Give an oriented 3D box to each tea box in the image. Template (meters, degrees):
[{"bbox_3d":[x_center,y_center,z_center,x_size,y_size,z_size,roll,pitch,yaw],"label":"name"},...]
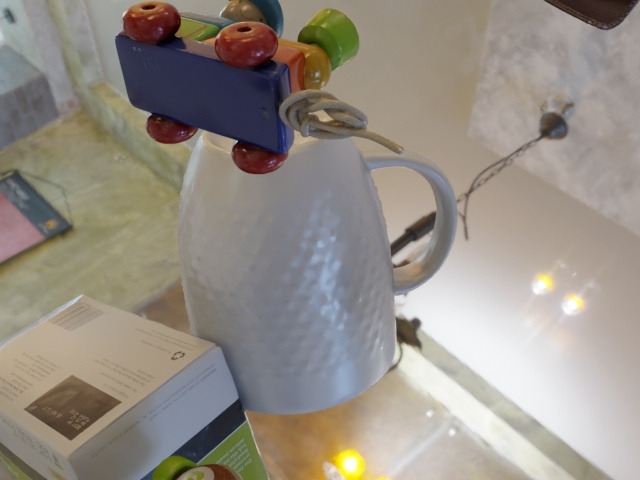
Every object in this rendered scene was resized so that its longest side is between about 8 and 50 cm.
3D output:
[{"bbox_3d":[-0.263,0.285,0.982,0.329,0.220,0.323,12,-54,43],"label":"tea box"}]

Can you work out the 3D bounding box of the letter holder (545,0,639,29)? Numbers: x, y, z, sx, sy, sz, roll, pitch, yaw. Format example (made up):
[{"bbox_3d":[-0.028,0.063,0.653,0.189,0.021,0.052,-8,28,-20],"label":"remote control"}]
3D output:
[{"bbox_3d":[0.233,-0.375,0.734,0.302,0.152,0.214,39,-70,8],"label":"letter holder"}]

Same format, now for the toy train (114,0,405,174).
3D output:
[{"bbox_3d":[-0.016,-0.124,0.544,0.248,0.143,0.105,20,-45,27],"label":"toy train"}]

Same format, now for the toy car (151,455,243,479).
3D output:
[{"bbox_3d":[-0.157,0.286,0.679,0.155,0.188,0.149,8,-94,43],"label":"toy car"}]

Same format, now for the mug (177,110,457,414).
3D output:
[{"bbox_3d":[0.000,0.000,0.962,0.276,0.374,0.328,-118,-161,-60],"label":"mug"}]
